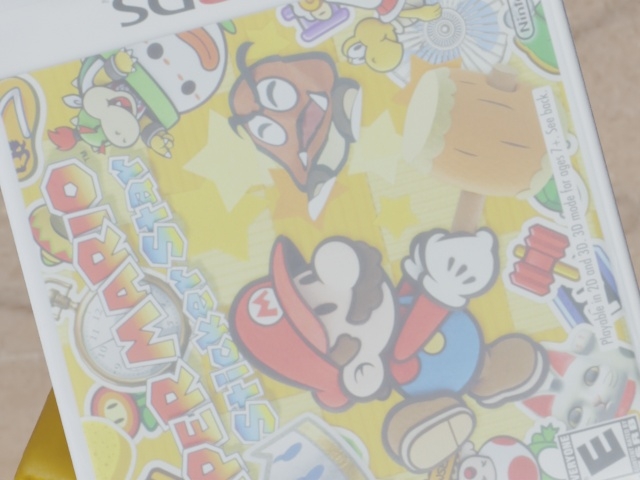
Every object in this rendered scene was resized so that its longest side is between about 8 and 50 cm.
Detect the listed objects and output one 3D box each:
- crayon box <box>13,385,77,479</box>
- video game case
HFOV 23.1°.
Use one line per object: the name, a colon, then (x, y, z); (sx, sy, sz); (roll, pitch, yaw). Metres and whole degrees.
crayon box: (-0.019, 0.063, 0.781); (0.081, 0.318, 0.202); (1, 152, 45)
video game case: (0.000, 0.000, 0.550); (0.206, 0.227, 0.026); (-15, 180, 1)
